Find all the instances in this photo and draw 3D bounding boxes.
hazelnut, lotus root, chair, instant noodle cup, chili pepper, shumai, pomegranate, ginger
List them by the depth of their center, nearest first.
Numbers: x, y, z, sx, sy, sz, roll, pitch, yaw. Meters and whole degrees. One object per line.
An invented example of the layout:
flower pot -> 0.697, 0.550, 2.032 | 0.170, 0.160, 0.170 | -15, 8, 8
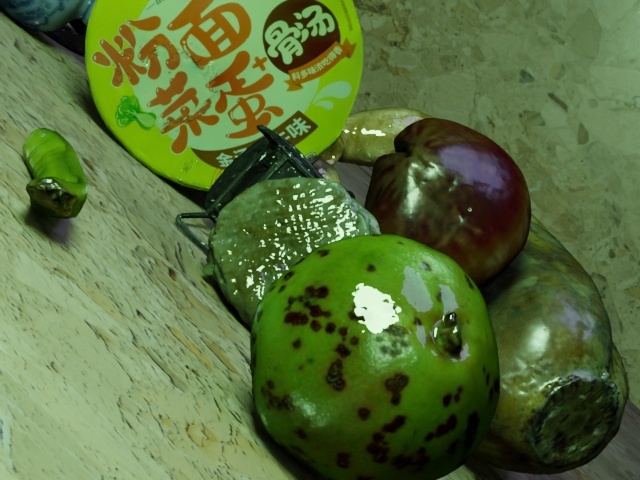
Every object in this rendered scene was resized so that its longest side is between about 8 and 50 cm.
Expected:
pomegranate -> 0.031, 0.105, 1.337 | 0.211, 0.211, 0.263 | 40, -32, -15
chili pepper -> -0.220, -0.050, 1.369 | 0.052, 0.050, 0.201 | 0, 16, -11
shumai -> -0.017, 0.033, 1.609 | 0.184, 0.184, 0.142 | 46, -14, 24
hazelnut -> 0.122, -0.025, 1.706 | 0.178, 0.204, 0.178 | 38, -14, 11
chair -> -0.044, -0.032, 1.770 | 0.145, 0.140, 0.221 | 43, 7, 0
lotus root -> 0.204, 0.116, 1.819 | 0.250, 0.250, 0.346 | 37, 11, -32
instant noodle cup -> -0.112, -0.224, 1.876 | 0.311, 0.311, 0.221 | 40, 9, -15
ginger -> -0.070, -0.119, 2.067 | 0.348, 0.122, 0.363 | 13, 32, 26
chair -> -0.314, -0.305, 2.085 | 0.213, 0.149, 0.174 | -8, 35, -19

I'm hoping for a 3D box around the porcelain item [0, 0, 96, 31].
porcelain item -> -0.356, -0.339, 1.919 | 0.259, 0.141, 0.141 | 31, 11, -13
